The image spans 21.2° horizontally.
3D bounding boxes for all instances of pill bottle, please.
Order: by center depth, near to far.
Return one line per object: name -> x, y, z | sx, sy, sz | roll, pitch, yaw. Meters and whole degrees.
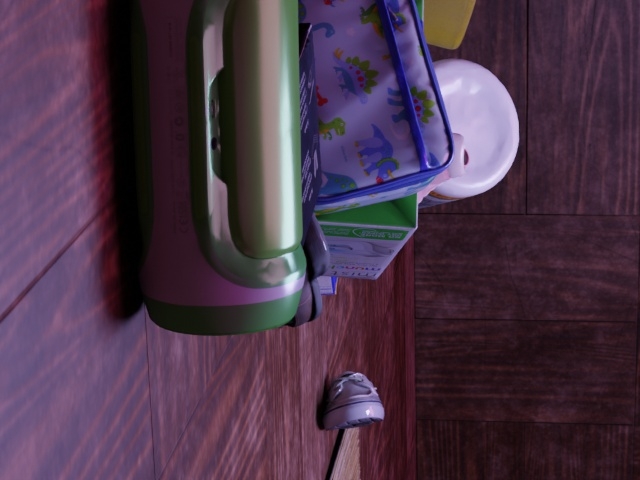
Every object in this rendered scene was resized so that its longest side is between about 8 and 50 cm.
pill bottle -> 0.104, -0.117, 2.048 | 0.278, 0.162, 0.162 | 167, -74, -64

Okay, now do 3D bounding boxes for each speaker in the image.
speaker -> -0.074, -0.088, 1.212 | 0.131, 0.131, 0.297 | -59, 149, -75

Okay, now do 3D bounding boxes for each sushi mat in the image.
sushi mat -> 0.031, 0.363, 2.442 | 0.316, 0.019, 0.151 | -67, 158, -70

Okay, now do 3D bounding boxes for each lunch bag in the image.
lunch bag -> 0.028, -0.143, 1.631 | 0.090, 0.176, 0.219 | 133, -55, -76

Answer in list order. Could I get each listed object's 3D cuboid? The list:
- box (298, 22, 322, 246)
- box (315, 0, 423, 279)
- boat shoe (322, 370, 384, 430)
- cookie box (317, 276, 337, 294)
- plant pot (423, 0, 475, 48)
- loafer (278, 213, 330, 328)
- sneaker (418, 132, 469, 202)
box -> -0.055, -0.088, 1.469 | 0.156, 0.093, 0.158 | -75, 162, -63
box -> 0.029, -0.112, 1.792 | 0.231, 0.126, 0.262 | 123, -30, -74
boat shoe -> 0.037, 0.215, 2.313 | 0.226, 0.083, 0.076 | 116, -35, -81
cookie box -> 0.000, 0.000, 2.092 | 0.107, 0.040, 0.092 | 83, 10, -51
plant pot -> 0.091, -0.370, 1.891 | 0.187, 0.212, 0.212 | 121, -23, -58
loafer -> -0.049, 0.029, 1.648 | 0.096, 0.084, 0.267 | 63, -11, 14
sneaker -> 0.120, -0.071, 1.818 | 0.134, 0.070, 0.051 | 105, -13, -54
